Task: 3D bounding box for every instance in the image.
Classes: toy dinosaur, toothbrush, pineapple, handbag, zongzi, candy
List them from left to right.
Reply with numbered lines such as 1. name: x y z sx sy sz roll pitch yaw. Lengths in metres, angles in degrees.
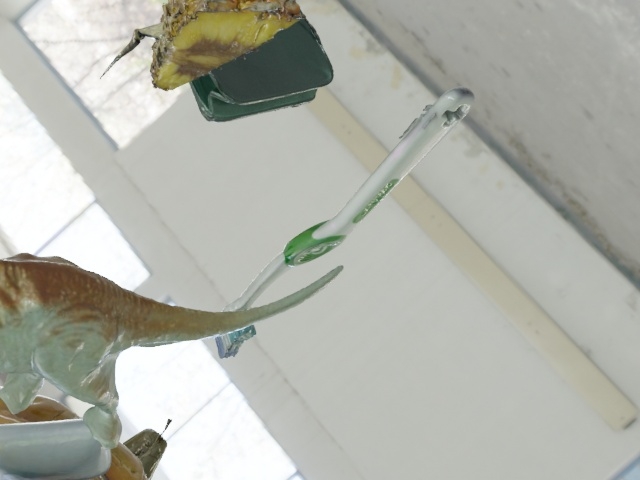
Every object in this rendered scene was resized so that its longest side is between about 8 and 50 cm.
1. candy: -0.380 0.295 1.211 0.138 0.174 0.071 103 160 -50
2. toy dinosaur: -0.164 0.070 0.598 0.205 0.393 0.092 99 161 -50
3. zongzi: -0.402 0.412 1.718 0.178 0.189 0.081 27 177 -12
4. pineapple: -0.212 -0.382 1.475 0.158 0.335 0.161 9 -116 -54
5. handbag: -0.136 -0.382 1.796 0.326 0.089 0.238 -23 -95 -42
6. toothbrush: -0.002 -0.004 0.786 0.042 0.418 0.040 -2 -122 -38

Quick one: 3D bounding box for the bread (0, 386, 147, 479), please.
1. bread: -0.475 0.408 1.438 0.328 0.337 0.148 33 -163 0
